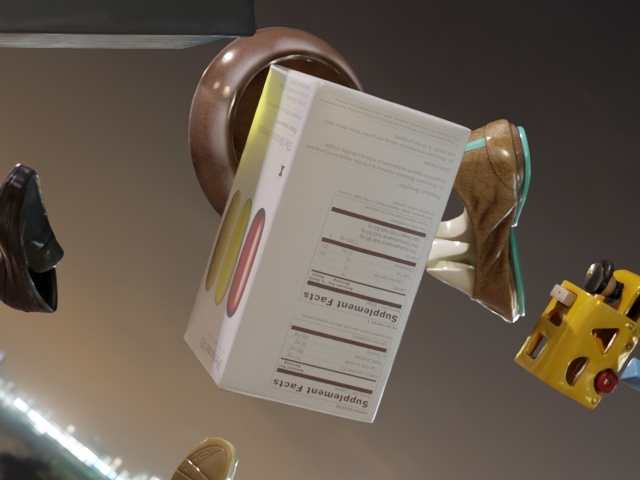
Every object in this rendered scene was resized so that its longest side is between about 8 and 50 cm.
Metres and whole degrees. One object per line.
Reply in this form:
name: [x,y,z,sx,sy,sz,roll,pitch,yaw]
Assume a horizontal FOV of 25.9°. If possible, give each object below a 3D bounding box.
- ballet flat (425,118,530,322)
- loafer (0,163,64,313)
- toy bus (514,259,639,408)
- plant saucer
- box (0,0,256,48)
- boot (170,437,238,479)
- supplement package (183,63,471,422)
ballet flat: [0.177,-0.011,1.618,0.124,0.116,0.342,-7,-32,3]
loafer: [-0.338,0.002,1.638,0.078,0.076,0.223,19,-44,8]
toy bus: [0.313,0.090,1.621,0.104,0.202,0.191,30,-43,-20]
plant saucer: [-0.039,-0.147,1.968,0.310,0.310,0.050,47,-22,-26]
box: [-0.204,-0.205,1.104,0.261,0.103,0.184,-3,8,-24]
boot: [-0.132,0.361,1.847,0.077,0.213,0.165,28,8,36]
supplement package: [0.000,0.000,1.108,0.134,0.244,0.139,16,6,-20]
